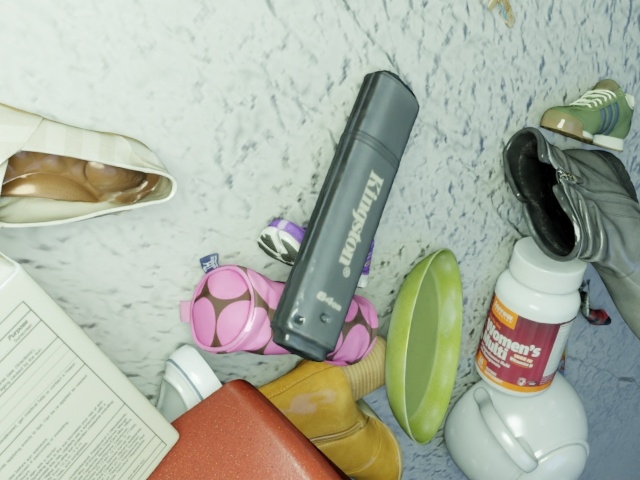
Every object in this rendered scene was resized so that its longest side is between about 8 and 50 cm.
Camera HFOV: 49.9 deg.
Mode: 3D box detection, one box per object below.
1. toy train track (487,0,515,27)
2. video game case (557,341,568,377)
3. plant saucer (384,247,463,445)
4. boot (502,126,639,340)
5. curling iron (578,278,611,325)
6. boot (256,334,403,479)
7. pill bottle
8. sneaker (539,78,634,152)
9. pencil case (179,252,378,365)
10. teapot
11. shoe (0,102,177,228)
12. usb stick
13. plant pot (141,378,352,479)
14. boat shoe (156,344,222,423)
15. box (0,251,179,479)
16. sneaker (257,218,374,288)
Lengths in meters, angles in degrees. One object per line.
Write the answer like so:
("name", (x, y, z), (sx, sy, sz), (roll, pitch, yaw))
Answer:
("toy train track", (0.188, -0.252, 0.720), (0.048, 0.014, 0.083), (-59, 146, -3))
("video game case", (0.376, 0.253, 1.251), (0.204, 0.025, 0.285), (-36, 137, -19))
("plant saucer", (0.128, 0.127, 0.851), (0.241, 0.037, 0.240), (-22, 115, -61))
("boot", (0.354, 0.019, 0.861), (0.223, 0.338, 0.118), (0, 144, -45))
("curling iron", (0.507, 0.127, 1.262), (0.274, 0.035, 0.068), (27, 64, -53))
("boot", (-0.009, 0.259, 0.849), (0.211, 0.104, 0.295), (-21, 126, -25))
("pill bottle", (0.308, 0.112, 1.010), (0.121, 0.121, 0.221), (-18, 129, -34))
("sneaker", (0.356, -0.173, 0.903), (0.192, 0.064, 0.086), (4, 107, -45))
("pencil case", (-0.035, 0.079, 0.692), (0.209, 0.098, 0.095), (21, 58, -48))
("teapot", (0.336, 0.332, 1.111), (0.256, 0.187, 0.252), (-7, 129, -22))
("shoe", (-0.198, -0.049, 0.465), (0.219, 0.058, 0.076), (-2, 119, -43))
("usb stick", (0.027, -0.028, 0.632), (0.077, 0.045, 0.277), (39, 66, -49))
("plant pot", (-0.057, 0.282, 0.570), (0.267, 0.235, 0.267), (-35, 134, -2))
("boat shoe", (-0.136, 0.218, 0.689), (0.084, 0.095, 0.258), (-27, 133, -33))
("box", (-0.232, 0.118, 0.484), (0.148, 0.127, 0.232), (-49, 141, -24))
("sneaker", (0.000, 0.000, 0.700), (0.170, 0.068, 0.071), (20, 88, -57))
